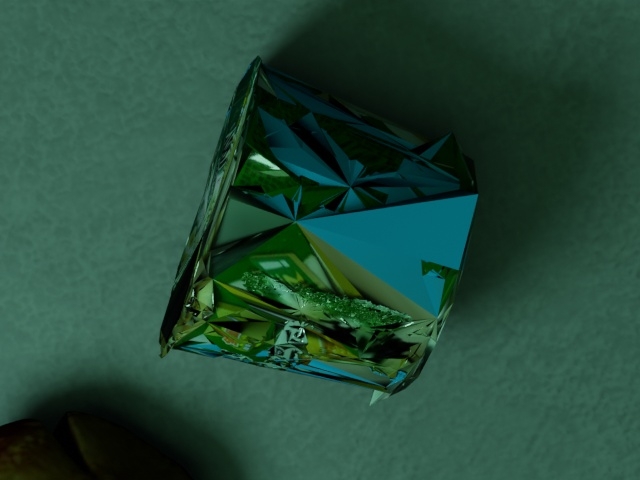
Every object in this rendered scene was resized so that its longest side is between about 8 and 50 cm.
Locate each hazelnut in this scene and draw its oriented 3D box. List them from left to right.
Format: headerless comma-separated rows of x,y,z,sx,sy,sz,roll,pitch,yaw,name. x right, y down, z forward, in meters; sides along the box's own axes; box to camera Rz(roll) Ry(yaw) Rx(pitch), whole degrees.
-0.191,0.227,1.463,0.204,0.178,0.178,3,105,-27,hazelnut

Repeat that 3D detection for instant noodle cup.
0.000,0.000,1.368,0.178,0.240,0.240,17,104,-8,instant noodle cup
